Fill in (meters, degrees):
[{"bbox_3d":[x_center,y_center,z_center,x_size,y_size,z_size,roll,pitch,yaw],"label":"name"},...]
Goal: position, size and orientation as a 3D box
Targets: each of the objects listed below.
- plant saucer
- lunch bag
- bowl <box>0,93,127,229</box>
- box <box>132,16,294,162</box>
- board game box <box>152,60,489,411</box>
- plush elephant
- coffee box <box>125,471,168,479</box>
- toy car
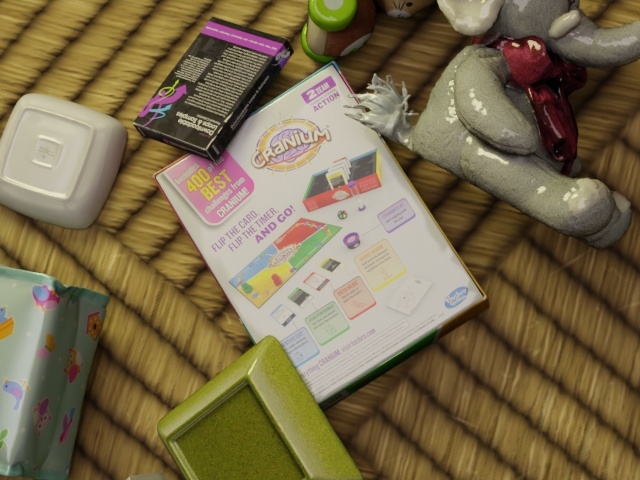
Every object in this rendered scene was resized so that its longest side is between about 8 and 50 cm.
[{"bbox_3d":[-0.078,0.227,1.845,0.188,0.045,0.188,-39,75,25],"label":"plant saucer"},{"bbox_3d":[-0.389,0.129,1.893,0.262,0.160,0.223,12,85,22],"label":"lunch bag"},{"bbox_3d":[-0.302,-0.093,1.972,0.142,0.053,0.142,19,83,10],"label":"bowl"},{"bbox_3d":[-0.119,-0.169,1.931,0.116,0.029,0.162,22,67,35],"label":"box"},{"bbox_3d":[0.000,0.000,1.903,0.242,0.064,0.317,-32,77,2],"label":"board game box"},{"bbox_3d":[0.219,-0.169,1.794,0.330,0.272,0.255,30,95,21],"label":"plush elephant"},{"bbox_3d":[-0.225,0.378,1.830,0.246,0.098,0.141,-43,76,9],"label":"coffee box"},{"bbox_3d":[0.079,-0.268,1.907,0.188,0.155,0.149,5,80,-3],"label":"toy car"}]
